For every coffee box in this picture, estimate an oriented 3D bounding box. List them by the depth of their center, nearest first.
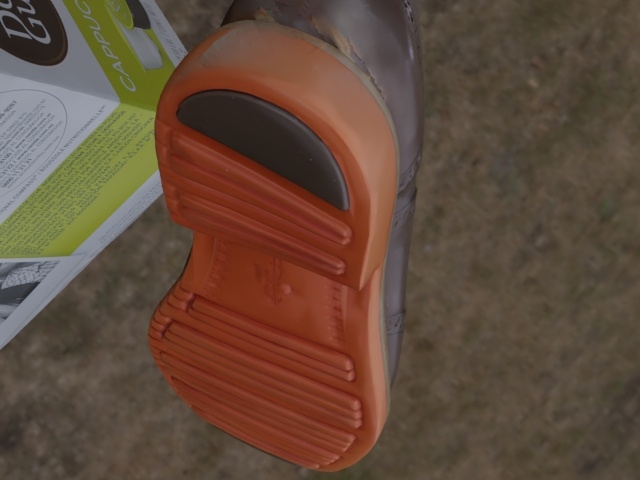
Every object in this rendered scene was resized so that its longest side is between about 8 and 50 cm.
[{"bbox_3d":[-0.344,-0.127,1.163,0.338,0.337,0.334,-41,159,20],"label":"coffee box"}]

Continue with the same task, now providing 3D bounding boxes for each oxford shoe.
[{"bbox_3d":[0.000,0.000,0.740,0.363,0.130,0.132,102,14,-57],"label":"oxford shoe"}]
